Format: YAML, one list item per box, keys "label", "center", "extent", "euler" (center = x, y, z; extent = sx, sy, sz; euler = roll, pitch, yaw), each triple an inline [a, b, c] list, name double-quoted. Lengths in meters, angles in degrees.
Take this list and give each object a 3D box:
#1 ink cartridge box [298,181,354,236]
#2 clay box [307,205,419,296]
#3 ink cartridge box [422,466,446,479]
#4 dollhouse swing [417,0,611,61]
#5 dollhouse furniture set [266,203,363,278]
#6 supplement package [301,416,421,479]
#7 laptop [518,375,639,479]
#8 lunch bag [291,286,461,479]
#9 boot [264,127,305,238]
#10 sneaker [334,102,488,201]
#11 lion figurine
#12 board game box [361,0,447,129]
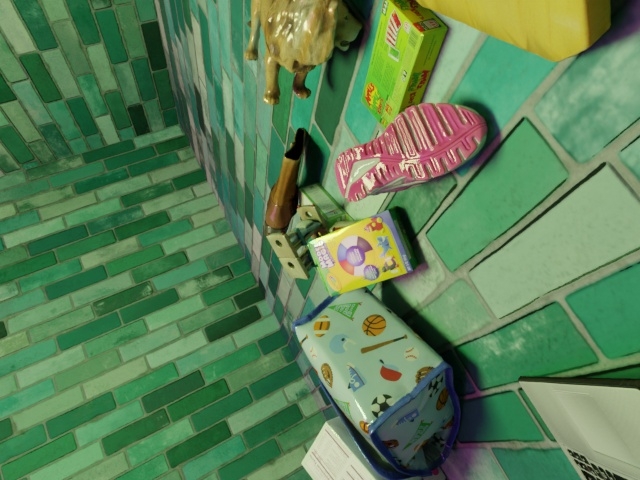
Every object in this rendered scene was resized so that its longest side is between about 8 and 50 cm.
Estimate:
- label: "ink cartridge box"
  center: [0.018, -0.047, 1.135]
  extent: [0.209, 0.062, 0.109]
  euler: [50, 154, 39]
- label: "clay box"
  center: [0.073, 0.031, 0.895]
  extent: [0.221, 0.053, 0.128]
  euler: [-23, 91, 30]
- label: "ink cartridge box"
  center: [0.248, 0.600, 1.252]
  extent: [0.371, 0.069, 0.176]
  euler: [59, 159, 29]
- label: "dollhouse swing"
  center: [0.167, -0.388, 0.348]
  extent: [0.315, 0.304, 0.347]
  euler: [-55, 47, 18]
- label: "dollhouse furniture set"
  center: [0.000, 0.000, 1.006]
  extent: [0.183, 0.129, 0.129]
  euler: [-1, 126, 45]
- label: "supplement package"
  center: [0.127, 0.542, 1.091]
  extent: [0.204, 0.261, 0.145]
  euler: [39, 111, 35]
- label: "laptop"
  center: [0.289, 0.385, 0.461]
  extent: [0.408, 0.236, 0.382]
  euler: [61, 180, 19]
- label: "lunch bag"
  center: [0.137, 0.335, 1.010]
  extent: [0.328, 0.238, 0.386]
  euler: [46, 169, 45]
- label: "boot"
  center: [-0.094, -0.180, 1.199]
  extent: [0.264, 0.096, 0.281]
  euler: [-71, -2, -50]
- label: "sneaker"
  center: [0.139, -0.133, 0.663]
  extent: [0.252, 0.111, 0.103]
  euler: [-13, 92, 49]
- label: "lion figurine"
  center: [-0.072, -0.426, 0.837]
  extent: [0.392, 0.142, 0.240]
  euler: [60, 153, 33]
- label: "board game box"
  center: [0.117, -0.255, 0.657]
  extent: [0.092, 0.043, 0.181]
  euler: [59, 159, 25]
